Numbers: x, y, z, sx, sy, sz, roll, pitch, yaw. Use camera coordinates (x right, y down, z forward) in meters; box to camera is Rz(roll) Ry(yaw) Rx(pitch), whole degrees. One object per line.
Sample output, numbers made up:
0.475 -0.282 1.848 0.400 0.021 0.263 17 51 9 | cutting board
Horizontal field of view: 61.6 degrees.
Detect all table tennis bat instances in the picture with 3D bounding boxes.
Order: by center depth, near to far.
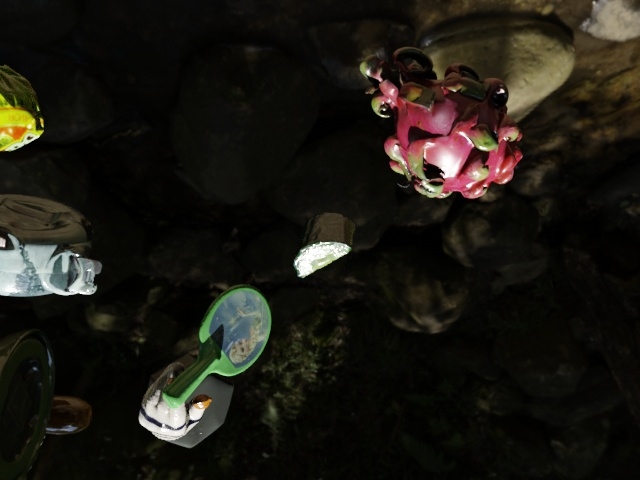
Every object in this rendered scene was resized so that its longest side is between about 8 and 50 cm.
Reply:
-0.176 0.188 0.946 0.039 0.257 0.161 9 133 41 | table tennis bat

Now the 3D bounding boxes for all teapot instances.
-0.539 0.224 0.650 0.336 0.271 0.200 4 135 -7 | teapot

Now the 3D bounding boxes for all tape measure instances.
-0.588 0.001 1.080 0.274 0.256 0.147 9 110 -25 | tape measure

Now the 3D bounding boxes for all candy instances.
-0.324 -0.213 0.492 0.073 0.262 0.077 -18 -166 -34 | candy

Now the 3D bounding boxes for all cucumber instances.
0.000 0.000 0.968 0.116 0.115 0.062 -32 114 25 | cucumber

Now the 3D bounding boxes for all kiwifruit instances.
-0.526 0.352 1.084 0.124 0.075 0.075 11 151 -12 | kiwifruit

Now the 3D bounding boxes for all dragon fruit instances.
0.199 -0.194 0.878 0.198 0.273 0.218 -12 165 -45 | dragon fruit

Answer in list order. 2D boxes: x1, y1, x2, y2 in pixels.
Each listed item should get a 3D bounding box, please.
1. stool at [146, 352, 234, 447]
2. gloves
-0.364 0.439 1.482 0.141 0.232 0.232 25 -178 41 | stool
-0.337 0.373 1.209 0.131 0.140 0.219 -44 164 -32 | gloves
